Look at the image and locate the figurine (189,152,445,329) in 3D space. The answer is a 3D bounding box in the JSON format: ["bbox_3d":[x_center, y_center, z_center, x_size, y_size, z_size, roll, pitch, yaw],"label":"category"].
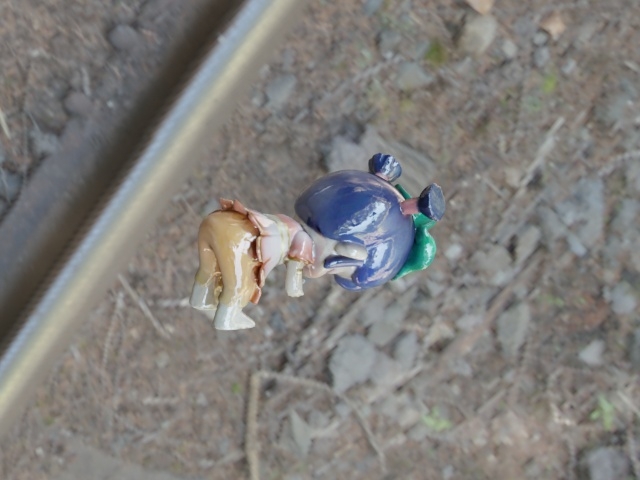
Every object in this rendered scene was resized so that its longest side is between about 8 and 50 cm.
[{"bbox_3d":[0.000,0.000,1.035,0.195,0.111,0.102,-12,119,-29],"label":"figurine"}]
